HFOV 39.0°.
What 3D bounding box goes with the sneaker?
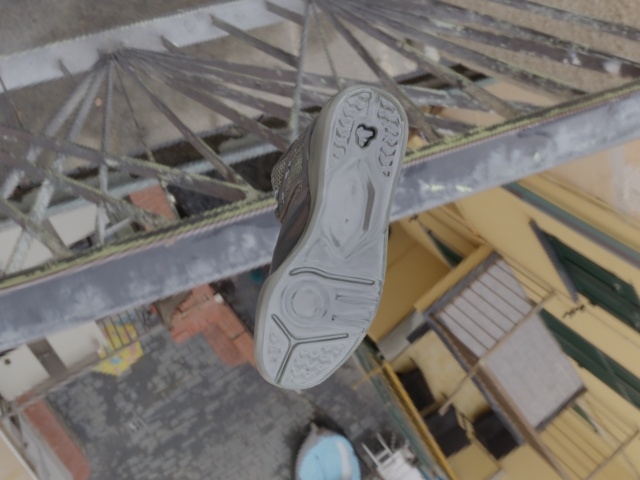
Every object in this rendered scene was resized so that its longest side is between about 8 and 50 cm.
[{"bbox_3d":[0.000,0.000,0.699,0.087,0.130,0.227,13,86,-11],"label":"sneaker"}]
